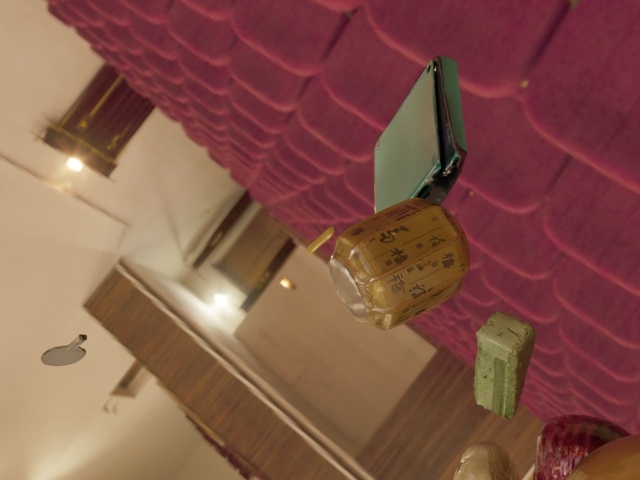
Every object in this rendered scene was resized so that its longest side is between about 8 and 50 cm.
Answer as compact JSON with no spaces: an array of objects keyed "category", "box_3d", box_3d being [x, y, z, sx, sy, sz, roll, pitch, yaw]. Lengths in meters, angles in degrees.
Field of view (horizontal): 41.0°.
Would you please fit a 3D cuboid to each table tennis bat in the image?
[{"category":"table tennis bat","box_3d":[-0.575,0.253,1.951,0.095,0.158,0.014,13,-128,-39]}]

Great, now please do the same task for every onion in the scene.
[{"category":"onion","box_3d":[0.520,0.457,1.624,0.256,0.230,0.272,12,-148,-7]}]

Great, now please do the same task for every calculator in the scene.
[{"category":"calculator","box_3d":[0.165,-0.144,1.442,0.058,0.248,0.274,14,142,-16]}]

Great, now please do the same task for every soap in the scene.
[{"category":"soap","box_3d":[0.000,0.000,1.960,0.012,0.089,0.034,35,-152,-28]}]

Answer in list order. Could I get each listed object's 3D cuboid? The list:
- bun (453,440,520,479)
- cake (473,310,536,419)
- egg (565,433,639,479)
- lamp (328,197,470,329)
[{"category":"bun","box_3d":[0.357,0.535,1.867,0.178,0.128,0.193,45,-149,-27]},{"category":"cake","box_3d":[0.362,0.276,1.761,0.100,0.235,0.099,23,-150,30]},{"category":"egg","box_3d":[0.499,0.436,1.197,0.374,0.301,0.301,41,179,-20]},{"category":"lamp","box_3d":[0.116,0.033,1.238,0.161,0.185,0.161,52,160,27]}]
